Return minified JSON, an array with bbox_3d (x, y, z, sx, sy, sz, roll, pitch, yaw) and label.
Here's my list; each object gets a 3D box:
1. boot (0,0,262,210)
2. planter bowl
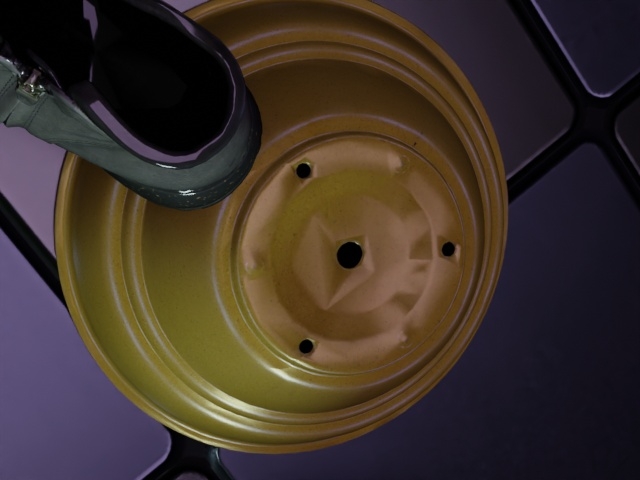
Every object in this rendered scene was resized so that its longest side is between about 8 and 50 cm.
[{"bbox_3d":[-0.125,-0.094,0.445,0.247,0.161,0.083,28,86,4],"label":"boot"},{"bbox_3d":[0.000,0.000,0.569,0.217,0.090,0.217,-3,100,-17],"label":"planter bowl"}]
